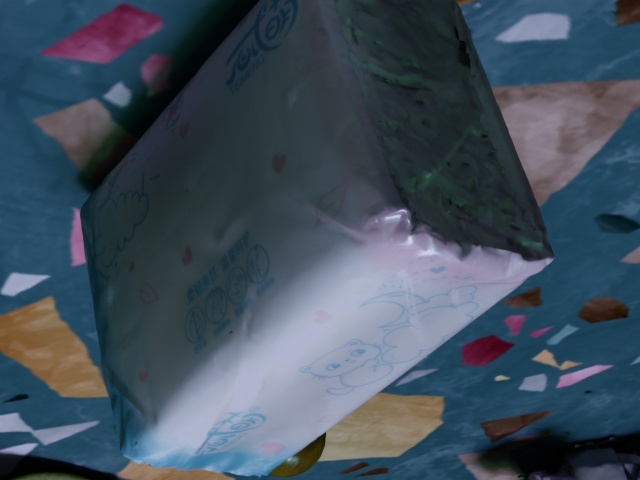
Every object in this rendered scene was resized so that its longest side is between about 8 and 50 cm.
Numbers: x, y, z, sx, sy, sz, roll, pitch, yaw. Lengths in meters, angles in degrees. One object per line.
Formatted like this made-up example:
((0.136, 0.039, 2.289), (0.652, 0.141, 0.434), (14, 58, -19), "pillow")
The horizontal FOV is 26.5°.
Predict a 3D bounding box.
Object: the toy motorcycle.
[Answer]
((0.287, 0.246, 1.340), (0.204, 0.108, 0.239), (-25, 170, 29), "toy motorcycle")

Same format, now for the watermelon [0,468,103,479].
((-0.237, 0.278, 1.196), (0.123, 0.129, 0.301), (-32, 137, 25), "watermelon")

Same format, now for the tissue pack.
((-0.020, -0.006, 0.759), (0.124, 0.201, 0.271), (7, 144, -39), "tissue pack")

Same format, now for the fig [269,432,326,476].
((-0.038, 0.162, 1.135), (0.074, 0.074, 0.088), (17, 154, -37), "fig")
